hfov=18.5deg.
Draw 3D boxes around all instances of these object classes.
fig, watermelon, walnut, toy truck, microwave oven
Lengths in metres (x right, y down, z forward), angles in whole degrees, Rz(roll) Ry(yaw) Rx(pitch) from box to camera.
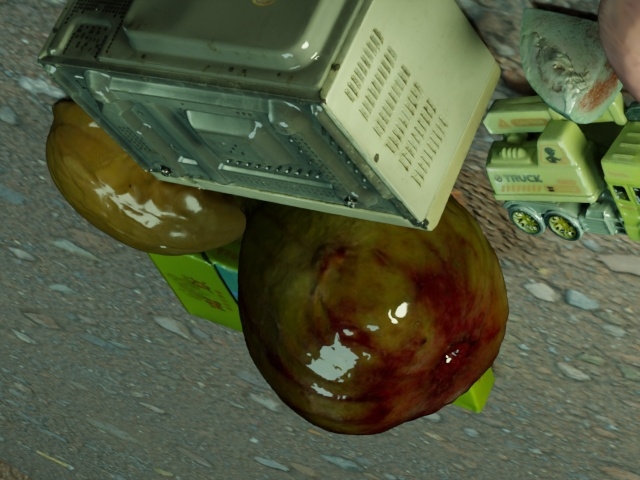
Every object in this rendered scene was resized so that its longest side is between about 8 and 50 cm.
[{"bbox_3d":[0.000,0.000,1.580,0.321,0.217,0.217,47,173,28],"label":"fig"},{"bbox_3d":[0.162,-0.110,1.205,0.085,0.085,0.061,29,126,-13],"label":"watermelon"},{"bbox_3d":[-0.161,-0.039,1.747,0.211,0.087,0.167,25,165,0],"label":"walnut"},{"bbox_3d":[0.183,-0.053,1.303,0.169,0.077,0.100,11,144,44],"label":"toy truck"},{"bbox_3d":[-0.037,-0.117,1.298,0.241,0.145,0.194,12,160,35],"label":"microwave oven"}]

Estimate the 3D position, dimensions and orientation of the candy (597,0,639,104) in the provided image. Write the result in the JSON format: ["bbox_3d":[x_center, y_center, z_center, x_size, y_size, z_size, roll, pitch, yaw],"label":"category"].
[{"bbox_3d":[0.268,-0.107,1.015,0.255,0.094,0.255,23,162,8],"label":"candy"}]

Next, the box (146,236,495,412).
[{"bbox_3d":[-0.003,0.066,1.897,0.335,0.047,0.187,18,161,21],"label":"box"}]
